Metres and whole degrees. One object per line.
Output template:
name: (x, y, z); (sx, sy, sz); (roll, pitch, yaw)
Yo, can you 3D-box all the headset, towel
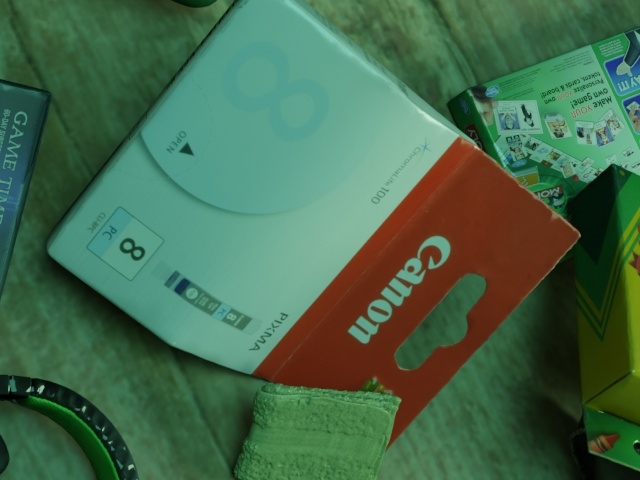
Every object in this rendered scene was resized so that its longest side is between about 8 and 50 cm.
headset: (-0.335, 0.230, 1.015); (0.394, 0.185, 0.243); (8, 75, -39)
towel: (-0.002, 0.185, 1.193); (0.148, 0.027, 0.110); (8, 111, -23)

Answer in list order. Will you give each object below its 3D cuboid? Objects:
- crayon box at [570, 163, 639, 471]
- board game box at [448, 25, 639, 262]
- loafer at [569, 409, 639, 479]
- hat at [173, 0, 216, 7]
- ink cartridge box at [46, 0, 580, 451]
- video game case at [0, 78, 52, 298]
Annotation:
crayon box: (0.361, 0.093, 1.283); (0.202, 0.081, 0.318); (22, 48, -19)
board game box: (0.317, -0.113, 1.448); (0.317, 0.046, 0.213); (-22, 87, -29)
loafer: (0.343, 0.335, 1.282); (0.130, 0.134, 0.366); (-23, 86, -29)
hat: (-0.132, -0.252, 1.288); (0.208, 0.183, 0.173); (22, 50, 27)
ink cartridge box: (0.000, 0.000, 1.144); (0.385, 0.091, 0.308); (38, 103, -10)
video game case: (-0.382, -0.062, 1.060); (0.274, 0.026, 0.196); (12, 102, -23)
